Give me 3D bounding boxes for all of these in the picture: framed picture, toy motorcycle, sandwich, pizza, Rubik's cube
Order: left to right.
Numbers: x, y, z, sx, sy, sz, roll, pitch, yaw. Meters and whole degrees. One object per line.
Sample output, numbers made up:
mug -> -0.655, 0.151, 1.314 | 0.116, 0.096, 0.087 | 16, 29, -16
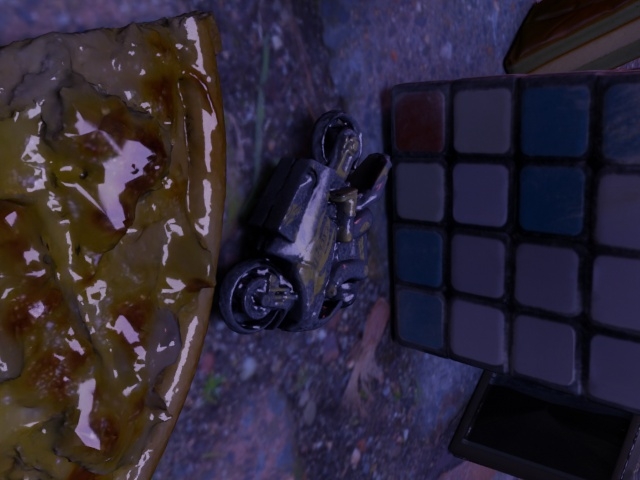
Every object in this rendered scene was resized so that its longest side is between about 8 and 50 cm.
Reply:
pizza -> -0.138, 0.008, 0.333 | 0.223, 0.089, 0.323 | 12, 86, -49
toy motorcycle -> 0.000, 0.000, 0.487 | 0.124, 0.061, 0.193 | 48, 62, -41
framed picture -> 0.271, 0.145, 0.692 | 0.023, 0.189, 0.260 | 49, 62, -32
Rubik's cube -> 0.237, -0.025, 0.584 | 0.253, 0.259, 0.256 | -14, 105, -42
sandwich -> 0.305, -0.214, 0.695 | 0.079, 0.163, 0.113 | 49, 63, -38
